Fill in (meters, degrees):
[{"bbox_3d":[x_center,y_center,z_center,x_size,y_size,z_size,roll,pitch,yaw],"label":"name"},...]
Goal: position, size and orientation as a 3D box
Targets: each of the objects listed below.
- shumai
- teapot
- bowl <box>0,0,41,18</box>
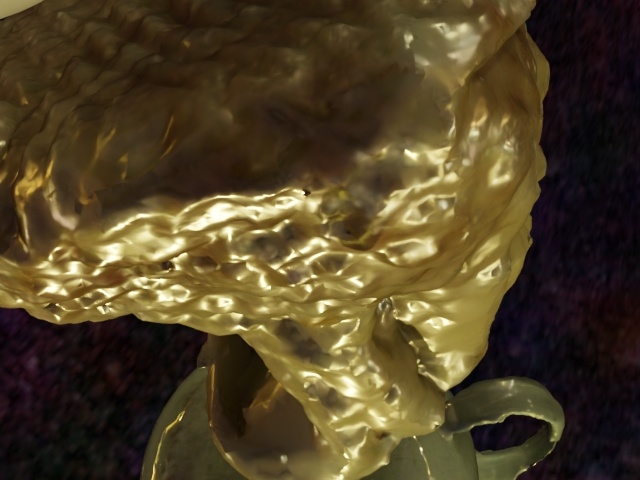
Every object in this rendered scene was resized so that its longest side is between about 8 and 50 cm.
[{"bbox_3d":[0.000,0.000,0.857,0.314,0.267,0.262,7,132,54],"label":"shumai"},{"bbox_3d":[-0.004,0.143,1.095,0.294,0.193,0.129,-20,149,10],"label":"teapot"},{"bbox_3d":[-0.084,-0.193,0.423,0.287,0.144,0.287,37,138,42],"label":"bowl"}]
